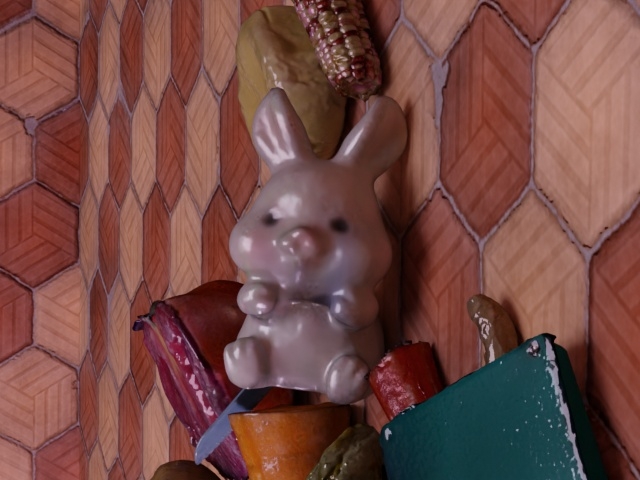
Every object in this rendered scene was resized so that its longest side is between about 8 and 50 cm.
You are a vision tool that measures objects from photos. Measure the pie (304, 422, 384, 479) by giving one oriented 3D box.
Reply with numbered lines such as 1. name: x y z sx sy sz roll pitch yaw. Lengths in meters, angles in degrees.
1. pie: 0.022 0.351 1.814 0.090 0.201 0.248 21 116 28

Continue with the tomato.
1. tomato: -0.123 0.193 2.181 0.290 0.176 0.335 64 160 6

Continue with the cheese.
1. cheese: -0.043 -0.196 2.031 0.214 0.117 0.226 106 150 -52

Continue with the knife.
1. knife: -0.068 0.176 1.992 0.313 0.044 0.019 -49 44 3

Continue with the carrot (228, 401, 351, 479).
1. carrot: -0.026 0.320 1.950 0.159 0.159 0.225 175 87 -70

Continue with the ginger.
1. ginger: 0.177 0.143 1.532 0.069 0.051 0.173 3 89 64

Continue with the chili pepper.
1. chili pepper: 0.121 0.196 1.678 0.088 0.065 0.169 -51 44 21

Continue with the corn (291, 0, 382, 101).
1. corn: 0.010 -0.292 1.913 0.092 0.092 0.280 116 145 -50

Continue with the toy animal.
1. toy animal: -0.002 0.006 1.817 0.241 0.196 0.368 -62 -24 -70

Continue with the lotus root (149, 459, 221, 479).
1. lotus root: -0.194 0.419 2.114 0.169 0.151 0.343 -50 14 4

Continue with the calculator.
1. calculator: 0.172 0.240 1.436 0.274 0.058 0.248 -41 54 41
